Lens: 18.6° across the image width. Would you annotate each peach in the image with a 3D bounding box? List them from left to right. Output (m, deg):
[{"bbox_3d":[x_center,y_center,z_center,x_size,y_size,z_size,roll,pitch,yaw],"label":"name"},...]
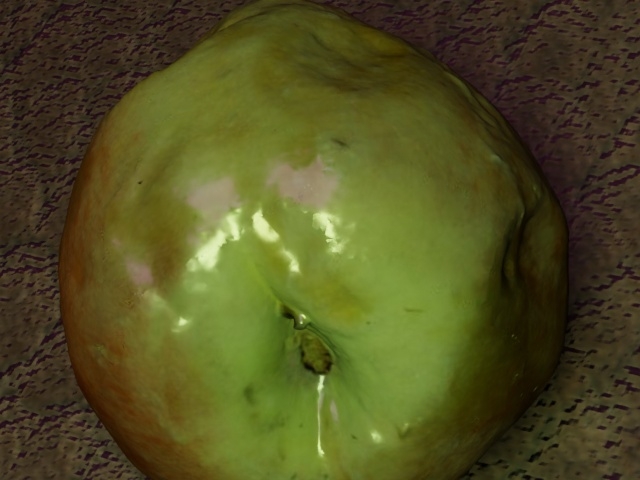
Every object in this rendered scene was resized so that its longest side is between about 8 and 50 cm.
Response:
[{"bbox_3d":[0.000,0.000,0.832,0.214,0.214,0.235,-13,33,14],"label":"peach"}]
